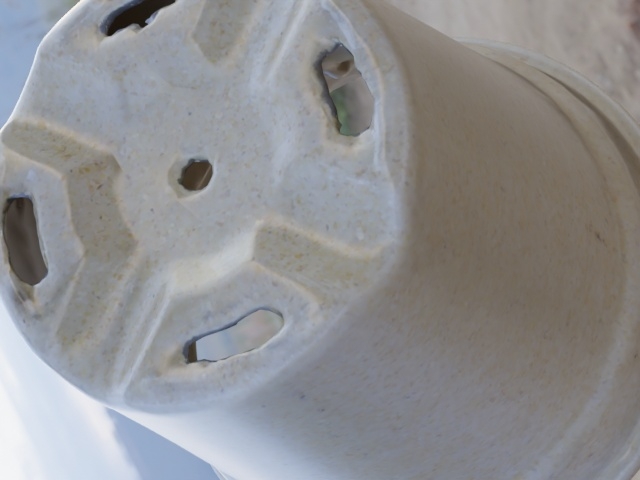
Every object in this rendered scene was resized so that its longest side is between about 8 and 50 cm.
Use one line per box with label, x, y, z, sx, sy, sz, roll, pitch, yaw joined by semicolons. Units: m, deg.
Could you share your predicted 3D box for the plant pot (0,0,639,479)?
plant pot;0.000;0.000;0.873;0.334;0.334;0.305;60;-167;25
